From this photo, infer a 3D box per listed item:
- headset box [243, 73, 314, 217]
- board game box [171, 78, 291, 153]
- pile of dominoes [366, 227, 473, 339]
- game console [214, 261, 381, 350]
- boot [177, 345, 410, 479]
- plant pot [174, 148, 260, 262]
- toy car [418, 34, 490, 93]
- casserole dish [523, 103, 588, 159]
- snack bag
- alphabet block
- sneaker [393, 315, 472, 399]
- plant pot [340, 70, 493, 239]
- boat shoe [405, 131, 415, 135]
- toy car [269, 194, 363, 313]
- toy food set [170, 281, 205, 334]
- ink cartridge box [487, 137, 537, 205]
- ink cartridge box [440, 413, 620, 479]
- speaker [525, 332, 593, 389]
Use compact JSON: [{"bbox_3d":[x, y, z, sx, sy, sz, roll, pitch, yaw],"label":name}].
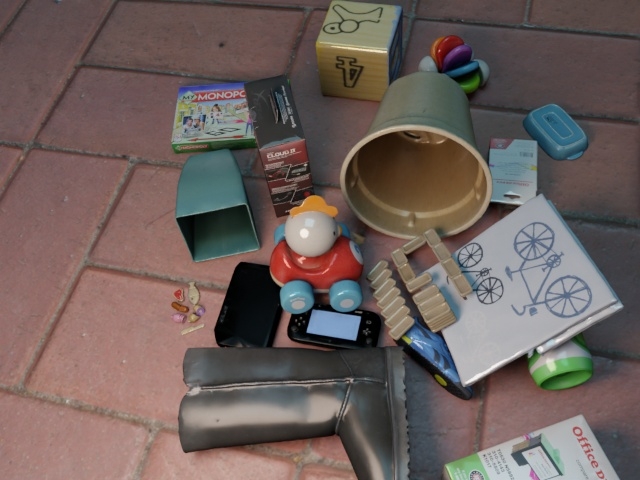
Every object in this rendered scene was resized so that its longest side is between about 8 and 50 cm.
[{"bbox_3d":[-0.096,-0.231,1.556,0.110,0.293,0.218,-14,56,-3],"label":"headset box"},{"bbox_3d":[-0.241,-0.343,1.791,0.317,0.046,0.214,-4,58,4],"label":"board game box"},{"bbox_3d":[0.212,0.100,1.423,0.196,0.040,0.251,-31,36,8],"label":"pile of dominoes"},{"bbox_3d":[-0.045,0.166,1.445,0.361,0.044,0.213,8,59,11],"label":"game console"},{"bbox_3d":[-0.058,0.371,1.252,0.445,0.146,0.367,0,49,3],"label":"boot"},{"bbox_3d":[-0.251,-0.100,1.575,0.165,0.166,0.234,-11,49,-1],"label":"plant pot"},{"bbox_3d":[0.363,-0.479,1.756,0.159,0.136,0.182,-24,58,-10],"label":"toy car"},{"bbox_3d":[0.604,-0.284,1.666,0.114,0.037,0.188,-23,57,-9],"label":"casserole dish"},{"bbox_3d":[0.378,0.103,1.316,0.342,0.037,0.323,-36,41,18],"label":"snack bag"},{"bbox_3d":[0.110,-0.516,1.775,0.197,0.193,0.192,11,58,13],"label":"alphabet block"},{"bbox_3d":[0.247,0.238,1.352,0.082,0.069,0.209,-37,61,-21],"label":"sneaker"},{"bbox_3d":[0.235,-0.223,1.526,0.333,0.334,0.306,6,47,10],"label":"plant pot"},{"bbox_3d":[0.279,-0.303,1.707,0.135,0.045,0.050,4,58,9],"label":"boat shoe"},{"bbox_3d":[0.000,0.000,1.399,0.210,0.238,0.219,0,46,-9],"label":"toy car"},{"bbox_3d":[-0.310,0.153,1.496,0.077,0.019,0.122,-21,58,-7],"label":"toy food set"},{"bbox_3d":[0.462,-0.152,1.578,0.115,0.067,0.198,6,57,11],"label":"ink cartridge box"},{"bbox_3d":[0.386,0.461,1.164,0.278,0.117,0.201,-18,57,-6],"label":"ink cartridge box"},{"bbox_3d":[0.461,0.150,1.349,0.131,0.131,0.297,-9,57,1],"label":"speaker"}]
